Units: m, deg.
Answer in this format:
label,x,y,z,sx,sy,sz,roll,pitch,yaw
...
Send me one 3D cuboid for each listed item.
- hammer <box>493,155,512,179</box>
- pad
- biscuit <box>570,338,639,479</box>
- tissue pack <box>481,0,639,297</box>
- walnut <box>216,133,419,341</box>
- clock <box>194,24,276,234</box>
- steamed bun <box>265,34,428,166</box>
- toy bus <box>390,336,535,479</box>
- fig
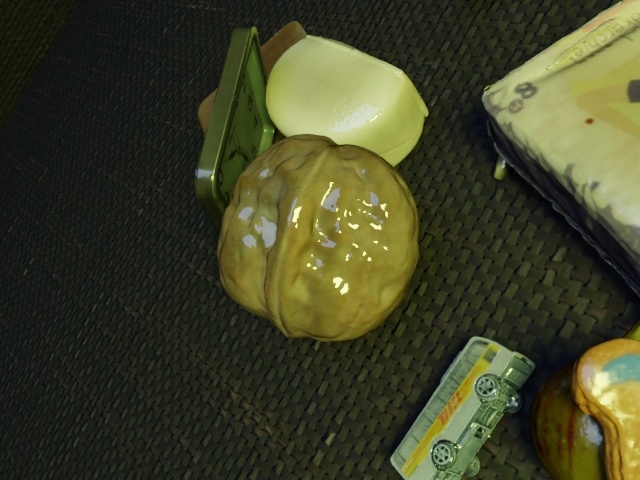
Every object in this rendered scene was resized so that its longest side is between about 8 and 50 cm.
label,x,y,z,sx,sy,sz,roll,pitch,yaw
hammer,0.306,-0.081,0.677,0.195,0.028,0.060,24,89,40
pad,-0.109,-0.261,1.072,0.286,0.018,0.284,-38,51,16
biscuit,0.305,0.242,0.433,0.206,0.049,0.323,2,86,-3
tissue pack,0.355,-0.092,0.562,0.242,0.125,0.343,-33,51,6
walnut,-0.003,-0.001,0.731,0.273,0.273,0.227,-55,12,2
clock,-0.125,-0.136,0.848,0.049,0.279,0.273,7,68,6
steamed bun,0.026,-0.195,0.853,0.242,0.146,0.164,37,90,36
toy bus,0.160,0.199,0.630,0.190,0.064,0.075,-57,37,0
fig,0.295,0.133,0.533,0.124,0.124,0.236,26,75,41
